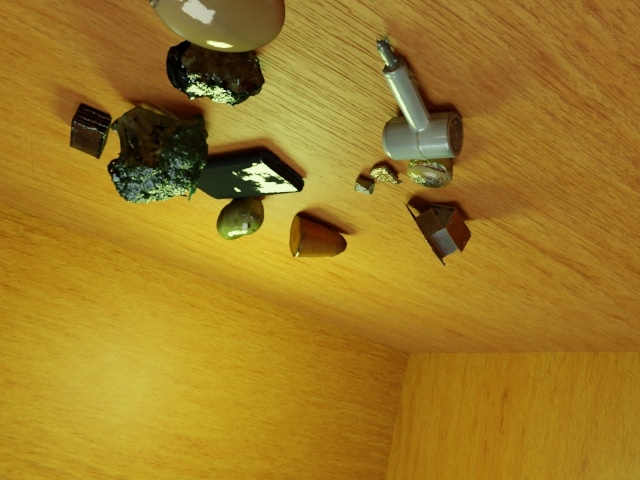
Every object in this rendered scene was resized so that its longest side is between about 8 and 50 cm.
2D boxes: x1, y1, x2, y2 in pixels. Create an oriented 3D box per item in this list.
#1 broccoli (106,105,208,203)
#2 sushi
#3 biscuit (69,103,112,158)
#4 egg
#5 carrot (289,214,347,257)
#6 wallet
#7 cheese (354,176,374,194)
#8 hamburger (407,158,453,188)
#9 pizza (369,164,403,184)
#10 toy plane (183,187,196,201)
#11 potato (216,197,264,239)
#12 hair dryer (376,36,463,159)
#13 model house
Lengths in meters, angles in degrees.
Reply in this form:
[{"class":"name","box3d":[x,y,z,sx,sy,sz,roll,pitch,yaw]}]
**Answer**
[{"class":"broccoli","box3d":[-0.470,-0.254,1.636,0.283,0.321,0.304,54,170,2]},{"class":"sushi","box3d":[-0.231,-0.391,1.256,0.212,0.147,0.115,8,163,-41]},{"class":"biscuit","box3d":[-0.750,-0.349,1.824,0.106,0.070,0.252,23,160,-20]},{"class":"egg","box3d":[-0.174,-0.432,0.980,0.244,0.201,0.201,25,159,-31]},{"class":"carrot","box3d":[0.000,0.000,2.163,0.225,0.159,0.159,9,163,-17]},{"class":"wallet","box3d":[-0.272,-0.213,1.875,0.406,0.062,0.228,-2,155,37]},{"class":"cheese","box3d":[0.134,-0.171,1.724,0.060,0.041,0.084,19,177,9]},{"class":"hamburger","box3d":[0.295,-0.186,1.504,0.126,0.081,0.141,17,162,-7]},{"class":"pizza","box3d":[0.181,-0.197,1.647,0.099,0.029,0.100,6,158,45]},{"class":"toy plane","box3d":[-0.503,-0.201,2.031,0.060,0.096,0.235,13,179,12]},{"class":"potato","box3d":[-0.300,-0.083,2.096,0.143,0.169,0.248,51,140,-10]},{"class":"hair dryer","box3d":[0.187,-0.315,1.244,0.173,0.107,0.357,1,148,32]},{"class":"model house","box3d":[0.381,-0.057,1.777,0.136,0.207,0.219,-31,133,12]}]
